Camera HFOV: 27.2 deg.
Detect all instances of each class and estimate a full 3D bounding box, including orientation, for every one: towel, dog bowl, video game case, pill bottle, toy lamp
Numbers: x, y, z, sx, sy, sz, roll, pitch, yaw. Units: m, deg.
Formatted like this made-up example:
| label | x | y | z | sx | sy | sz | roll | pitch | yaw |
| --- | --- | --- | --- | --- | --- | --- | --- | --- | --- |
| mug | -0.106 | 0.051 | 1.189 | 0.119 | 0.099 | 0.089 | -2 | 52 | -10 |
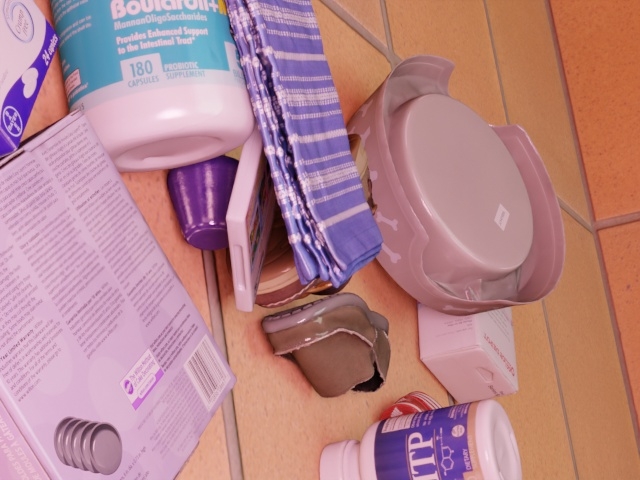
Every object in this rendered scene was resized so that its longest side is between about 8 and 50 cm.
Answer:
| label | x | y | z | sx | sy | sz | roll | pitch | yaw |
| --- | --- | --- | --- | --- | --- | --- | --- | --- | --- |
| towel | -0.013 | -0.133 | 1.133 | 0.243 | 0.040 | 0.335 | -26 | 102 | -75 |
| dog bowl | 0.166 | -0.061 | 1.687 | 0.349 | 0.102 | 0.348 | 27 | 49 | -35 |
| video game case | -0.056 | -0.040 | 1.148 | 0.143 | 0.019 | 0.157 | 89 | 10 | -55 |
| pill bottle | 0.100 | 0.232 | 1.344 | 0.112 | 0.187 | 0.112 | -15 | 90 | -69 |
| toy lamp | -0.106 | -0.121 | 1.220 | 0.080 | 0.080 | 0.274 | 43 | 35 | -54 |
| pill bottle | -0.146 | -0.197 | 1.069 | 0.146 | 0.146 | 0.264 | 8 | 69 | -67 |

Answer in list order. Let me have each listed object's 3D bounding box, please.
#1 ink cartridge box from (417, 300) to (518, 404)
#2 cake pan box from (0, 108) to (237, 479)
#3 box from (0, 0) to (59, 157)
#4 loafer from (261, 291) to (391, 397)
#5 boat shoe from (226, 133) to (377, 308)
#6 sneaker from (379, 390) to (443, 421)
| label | x | y | z | sx | sy | sz | roll | pitch | yaw |
| --- | --- | --- | --- | --- | --- | --- | --- | --- | --- |
| ink cartridge box | 0.199 | 0.096 | 1.813 | 0.154 | 0.093 | 0.212 | 48 | 32 | -49 |
| cake pan box | -0.173 | 0.060 | 0.902 | 0.245 | 0.070 | 0.267 | 63 | 24 | -15 |
| box | -0.249 | -0.137 | 0.871 | 0.137 | 0.072 | 0.126 | 57 | 27 | -37 |
| loafer | 0.021 | 0.112 | 1.351 | 0.251 | 0.094 | 0.087 | 21 | 53 | -65 |
| boat shoe | 0.000 | 0.000 | 1.349 | 0.342 | 0.123 | 0.123 | -68 | 138 | -66 |
| sneaker | 0.146 | 0.280 | 1.571 | 0.128 | 0.087 | 0.221 | -30 | 106 | -67 |
